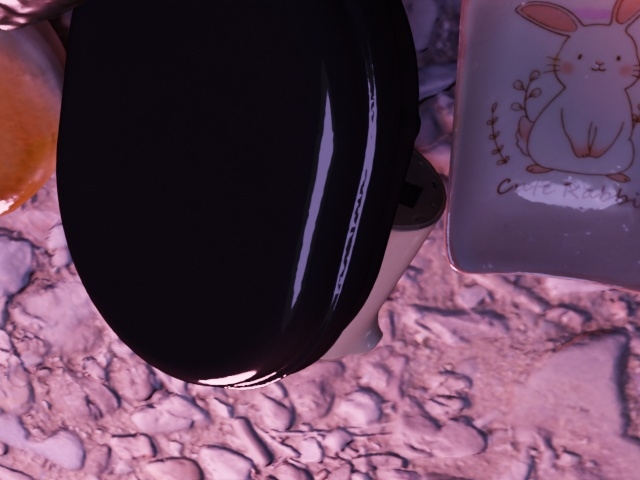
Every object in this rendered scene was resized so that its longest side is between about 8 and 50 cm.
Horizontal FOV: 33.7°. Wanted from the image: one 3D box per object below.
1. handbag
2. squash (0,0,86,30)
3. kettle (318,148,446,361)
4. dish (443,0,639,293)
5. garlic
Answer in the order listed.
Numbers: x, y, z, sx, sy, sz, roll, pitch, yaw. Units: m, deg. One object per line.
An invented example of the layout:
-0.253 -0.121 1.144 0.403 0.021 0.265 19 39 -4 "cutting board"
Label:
-0.061 -0.061 0.640 0.254 0.093 0.308 31 120 33 "handbag"
-0.186 -0.233 0.530 0.252 0.165 0.252 6 104 26 "squash"
0.002 0.005 0.731 0.127 0.098 0.148 9 134 -20 "kettle"
0.159 -0.074 0.649 0.151 0.077 0.212 7 128 11 "dish"
-0.277 -0.113 0.713 0.217 0.110 0.228 -4 137 3 "garlic"
